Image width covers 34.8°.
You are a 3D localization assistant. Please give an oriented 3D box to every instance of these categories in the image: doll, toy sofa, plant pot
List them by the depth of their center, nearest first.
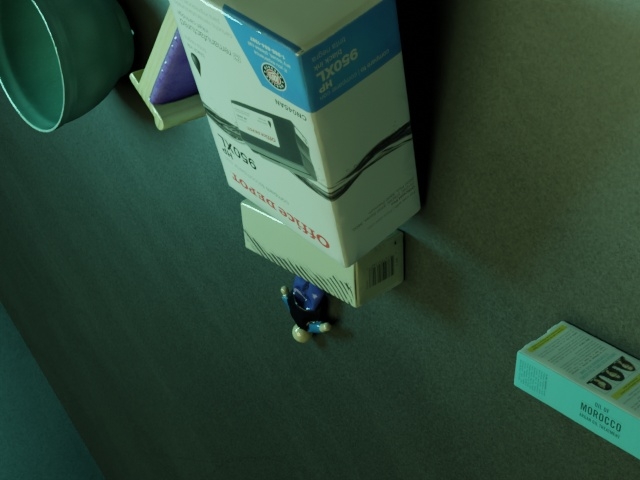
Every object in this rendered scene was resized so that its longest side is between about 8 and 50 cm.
[{"bbox_3d":[-0.162,-0.315,1.614,0.177,0.150,0.362,56,144,14],"label":"toy sofa"},{"bbox_3d":[-0.021,0.112,1.784,0.129,0.046,0.189,43,139,29],"label":"doll"},{"bbox_3d":[-0.482,-0.374,1.948,0.293,0.196,0.293,29,131,39],"label":"plant pot"}]

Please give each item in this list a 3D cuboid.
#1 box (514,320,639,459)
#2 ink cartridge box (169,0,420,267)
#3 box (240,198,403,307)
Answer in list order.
[{"bbox_3d":[0.372,0.195,1.284,0.244,0.100,0.060,30,134,39],"label":"box"},{"bbox_3d":[-0.028,-0.194,1.406,0.285,0.166,0.395,36,154,35],"label":"ink cartridge box"},{"bbox_3d":[0.000,0.000,1.634,0.275,0.113,0.094,27,132,43],"label":"box"}]
